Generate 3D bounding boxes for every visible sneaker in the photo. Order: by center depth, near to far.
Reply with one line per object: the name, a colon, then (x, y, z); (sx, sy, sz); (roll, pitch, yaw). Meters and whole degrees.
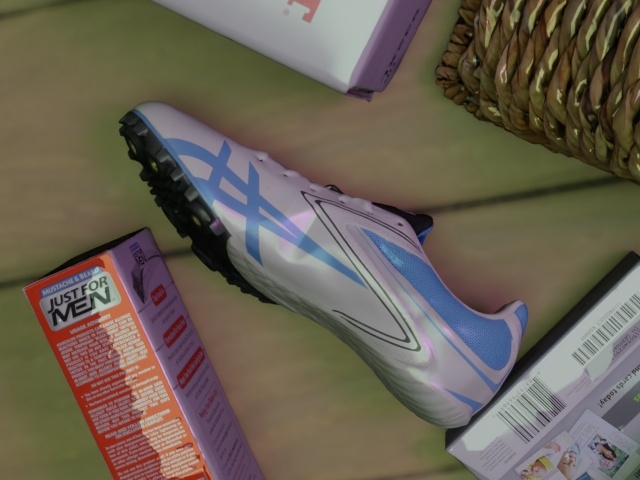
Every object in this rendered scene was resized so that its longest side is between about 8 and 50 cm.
sneaker: (0.000, 0.000, 0.685); (0.237, 0.085, 0.086); (37, 73, 2)

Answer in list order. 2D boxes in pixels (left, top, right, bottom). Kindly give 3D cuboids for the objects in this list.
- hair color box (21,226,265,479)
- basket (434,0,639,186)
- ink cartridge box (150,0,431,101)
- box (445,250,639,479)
hair color box: (-0.086, 0.083, 0.691); (0.053, 0.093, 0.167); (-22, 95, 7)
basket: (0.234, -0.155, 0.630); (0.214, 0.223, 0.299); (14, 101, -30)
ink cartridge box: (-0.066, -0.230, 0.614); (0.308, 0.129, 0.223); (27, 99, 5)
box: (0.182, 0.121, 0.702); (0.186, 0.038, 0.145); (43, 100, -1)
